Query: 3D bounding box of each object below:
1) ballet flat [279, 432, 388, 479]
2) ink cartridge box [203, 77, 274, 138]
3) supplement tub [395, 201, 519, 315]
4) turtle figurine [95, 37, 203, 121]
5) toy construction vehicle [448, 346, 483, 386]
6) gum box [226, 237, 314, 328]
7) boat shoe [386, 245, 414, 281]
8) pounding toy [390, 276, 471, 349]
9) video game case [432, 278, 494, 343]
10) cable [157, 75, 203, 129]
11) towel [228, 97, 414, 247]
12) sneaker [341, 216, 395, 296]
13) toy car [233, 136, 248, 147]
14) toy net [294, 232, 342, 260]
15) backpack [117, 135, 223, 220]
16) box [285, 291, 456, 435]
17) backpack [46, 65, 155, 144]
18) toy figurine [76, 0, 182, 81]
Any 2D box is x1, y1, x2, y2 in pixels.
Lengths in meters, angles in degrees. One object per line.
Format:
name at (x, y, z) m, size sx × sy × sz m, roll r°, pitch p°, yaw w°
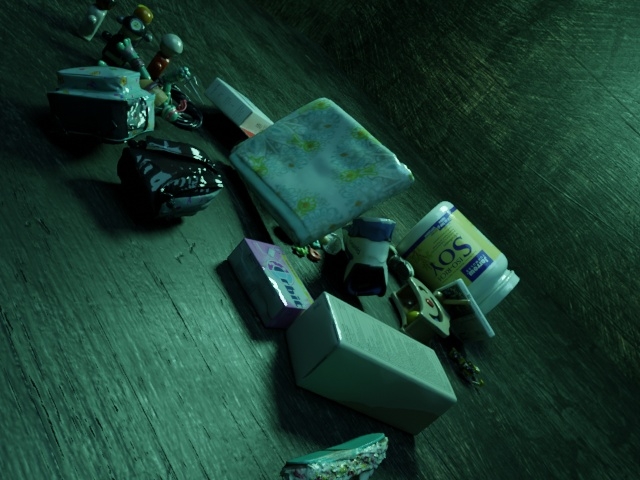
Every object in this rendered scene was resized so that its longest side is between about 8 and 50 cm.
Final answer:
ballet flat at (0.026, 0.345, 0.923) m, size 0.241 × 0.091 × 0.077 m, roll 6°, pitch 72°, yaw -52°
ink cartridge box at (-0.179, -0.325, 1.771) m, size 0.261 × 0.066 × 0.296 m, roll 44°, pitch 8°, yaw 5°
supplement tub at (0.421, 0.069, 1.924) m, size 0.331 × 0.241 × 0.241 m, roll 46°, pitch 21°, yaw 9°
turtle figurine at (-0.399, -0.348, 1.442) m, size 0.234 × 0.118 × 0.175 m, roll 41°, pitch 61°, yaw -1°
toy construction vehicle at (0.383, 0.336, 1.637) m, size 0.098 × 0.035 × 0.086 m, roll 39°, pitch 10°, yaw -16°
gum box at (-0.095, 0.081, 1.213) m, size 0.107 × 0.062 × 0.188 m, roll 15°, pitch 35°, yaw -52°
boat shoe at (0.219, 0.066, 1.840) m, size 0.049 × 0.056 × 0.152 m, roll 16°, pitch 23°, yaw -41°
pounding toy at (0.283, 0.161, 1.617) m, size 0.154 × 0.155 × 0.269 m, roll 46°, pitch 18°, yaw -1°
video game case at (0.393, 0.200, 1.722) m, size 0.173 × 0.022 × 0.190 m, roll 60°, pitch -15°, yaw 7°
cable at (-0.366, -0.358, 1.605) m, size 0.150 × 0.047 × 0.184 m, roll 34°, pitch 22°, yaw -22°
towel at (-0.012, -0.178, 1.502) m, size 0.374 × 0.320 × 0.090 m, roll 49°, pitch -15°, yaw 35°
sneaker at (0.105, 0.052, 1.553) m, size 0.127 × 0.182 × 0.315 m, roll 10°, pitch -8°, yaw 0°
toy car at (-0.199, -0.235, 1.712) m, size 0.040 × 0.060 × 0.122 m, roll 5°, pitch -25°, yaw 34°
toy net at (0.000, 0.000, 1.572) m, size 0.232 × 0.045 × 0.122 m, roll 15°, pitch 33°, yaw -52°
backpack at (-0.278, -0.110, 1.171) m, size 0.182 × 0.115 × 0.152 m, roll -9°, pitch 69°, yaw -49°
box at (0.096, 0.237, 1.173) m, size 0.311 × 0.121 × 0.148 m, roll 31°, pitch 24°, yaw -29°
backpack at (-0.402, -0.255, 1.175) m, size 0.166 × 0.144 × 0.188 m, roll 4°, pitch 9°, yaw 9°
toy figurine at (-0.481, -0.519, 1.570) m, size 0.209 × 0.148 × 0.213 m, roll 51°, pitch 23°, yaw 21°
